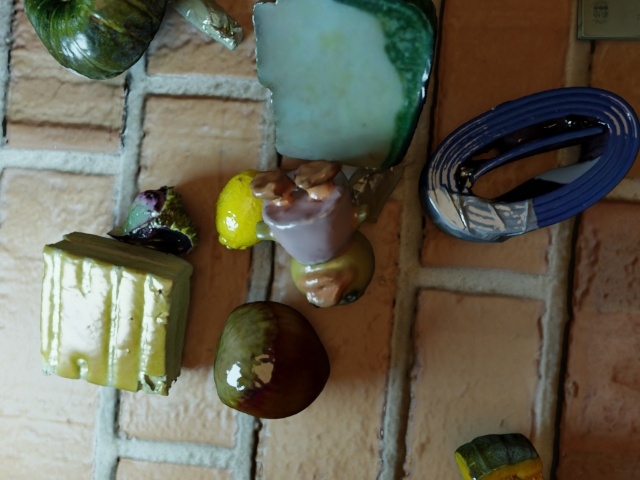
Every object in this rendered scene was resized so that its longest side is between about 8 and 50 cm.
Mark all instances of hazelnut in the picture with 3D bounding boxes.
[{"bbox_3d":[-0.074,0.204,0.873,0.208,0.208,0.208,0,90,4],"label":"hazelnut"}]

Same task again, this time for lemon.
[{"bbox_3d":[-0.125,-0.052,0.904,0.114,0.114,0.155,34,95,3],"label":"lemon"}]

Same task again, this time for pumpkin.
[{"bbox_3d":[-0.369,-0.409,0.894,0.261,0.189,0.260,0,90,27],"label":"pumpkin"},{"bbox_3d":[0.322,0.421,0.876,0.131,0.126,0.247,-23,107,-4],"label":"pumpkin"}]

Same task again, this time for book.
[{"bbox_3d":[0.556,-0.489,0.905,0.215,0.025,0.282,0,88,3],"label":"book"}]

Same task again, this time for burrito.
[{"bbox_3d":[-0.216,-0.418,0.944,0.188,0.045,0.058,39,85,5],"label":"burrito"}]

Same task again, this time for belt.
[{"bbox_3d":[0.340,-0.122,0.873,0.347,0.117,0.212,-21,87,2],"label":"belt"}]

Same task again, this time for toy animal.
[{"bbox_3d":[0.002,0.000,0.845,0.196,0.169,0.281,-9,117,22],"label":"toy animal"}]

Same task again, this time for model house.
[{"bbox_3d":[0.043,-0.314,0.807,0.244,0.298,0.284,7,54,2],"label":"model house"}]

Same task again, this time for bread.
[{"bbox_3d":[-0.351,0.133,0.900,0.240,0.111,0.245,14,106,6],"label":"bread"}]

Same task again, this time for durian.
[{"bbox_3d":[-0.268,-0.039,0.917,0.187,0.119,0.108,-12,56,43],"label":"durian"}]

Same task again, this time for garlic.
[{"bbox_3d":[0.089,-0.097,0.919,0.084,0.066,0.152,26,96,-24],"label":"garlic"}]
